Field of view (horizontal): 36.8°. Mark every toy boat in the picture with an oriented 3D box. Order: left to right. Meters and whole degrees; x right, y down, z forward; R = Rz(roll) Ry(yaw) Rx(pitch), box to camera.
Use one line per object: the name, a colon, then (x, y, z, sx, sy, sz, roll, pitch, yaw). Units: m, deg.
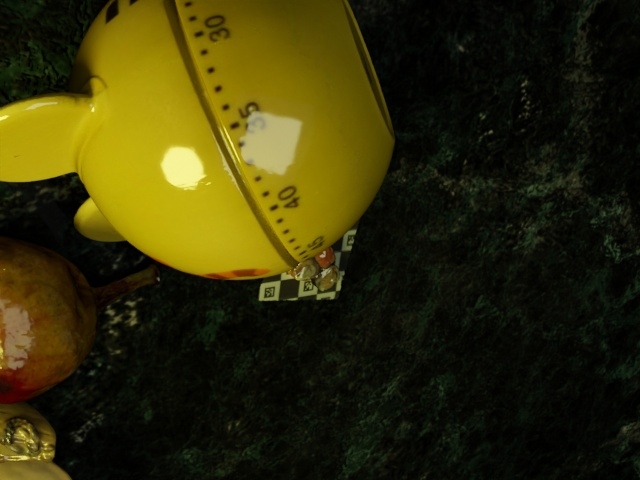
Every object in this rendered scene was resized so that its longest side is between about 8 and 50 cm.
toy boat: (-0.452, 0.233, 1.045, 0.321, 0.121, 0.089, 1, 140, -20)

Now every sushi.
sushi: (0.000, 0.000, 1.319, 0.139, 0.031, 0.201, 1, 114, -33)

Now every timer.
timer: (-0.130, -0.117, 0.995, 0.387, 0.376, 0.376, -21, 128, 7)

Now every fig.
fig: (-0.291, 0.083, 1.076, 0.290, 0.190, 0.190, -2, 116, -31)

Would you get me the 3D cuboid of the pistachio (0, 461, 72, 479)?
pistachio: (-0.434, 0.376, 1.120, 0.321, 0.229, 0.238, -29, 96, -27)
